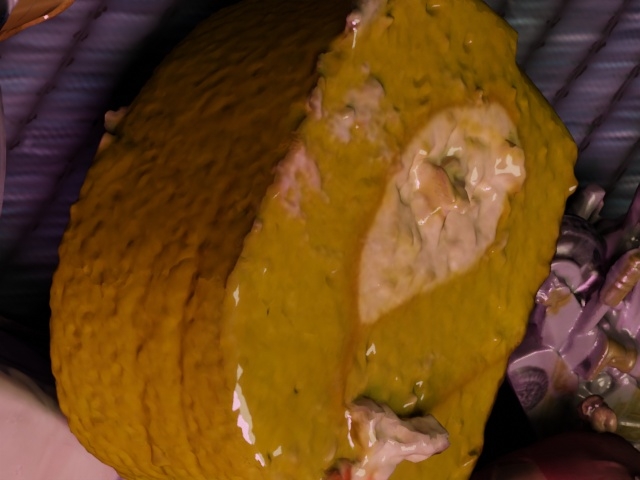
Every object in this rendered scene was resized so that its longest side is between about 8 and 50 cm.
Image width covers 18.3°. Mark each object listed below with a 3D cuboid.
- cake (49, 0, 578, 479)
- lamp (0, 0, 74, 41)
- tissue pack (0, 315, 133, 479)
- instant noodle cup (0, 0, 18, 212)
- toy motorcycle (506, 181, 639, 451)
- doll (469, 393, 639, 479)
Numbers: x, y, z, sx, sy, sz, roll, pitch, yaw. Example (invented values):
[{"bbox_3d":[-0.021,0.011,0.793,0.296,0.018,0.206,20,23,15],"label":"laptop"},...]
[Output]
[{"bbox_3d":[0.000,0.000,0.890,0.179,0.156,0.260,40,63,-44],"label":"cake"},{"bbox_3d":[-0.153,-0.174,0.762,0.161,0.161,0.185,2,113,-27],"label":"lamp"},{"bbox_3d":[-0.242,0.116,0.875,0.242,0.125,0.343,-51,134,5],"label":"tissue pack"},{"bbox_3d":[-0.208,-0.067,0.625,0.302,0.181,0.258,-18,111,11],"label":"instant noodle cup"},{"bbox_3d":[0.171,0.056,1.087,0.152,0.073,0.225,-20,132,-4],"label":"toy motorcycle"},{"bbox_3d":[0.061,0.182,1.038,0.256,0.152,0.196,-2,130,-3],"label":"doll"}]
